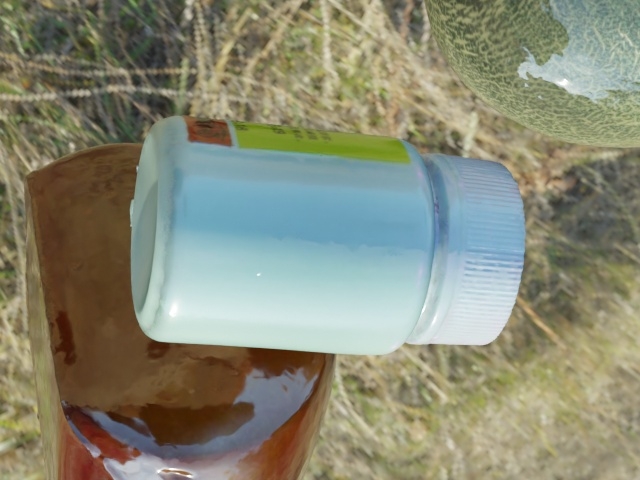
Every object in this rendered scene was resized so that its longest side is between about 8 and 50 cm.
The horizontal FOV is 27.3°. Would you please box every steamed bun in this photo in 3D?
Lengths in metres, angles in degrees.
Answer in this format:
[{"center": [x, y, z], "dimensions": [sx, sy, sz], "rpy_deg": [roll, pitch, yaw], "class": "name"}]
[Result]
[{"center": [-0.115, 0.097, 1.121], "dimensions": [0.248, 0.379, 0.235], "rpy_deg": [-4, 132, -17], "class": "steamed bun"}]

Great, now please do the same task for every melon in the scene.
[{"center": [0.234, -0.196, 1.044], "dimensions": [0.329, 0.248, 0.248], "rpy_deg": [7, 111, -32], "class": "melon"}]

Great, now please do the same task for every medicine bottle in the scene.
[{"center": [0.000, 0.000, 0.820], "dimensions": [0.225, 0.139, 0.139], "rpy_deg": [5, 113, -15], "class": "medicine bottle"}]
